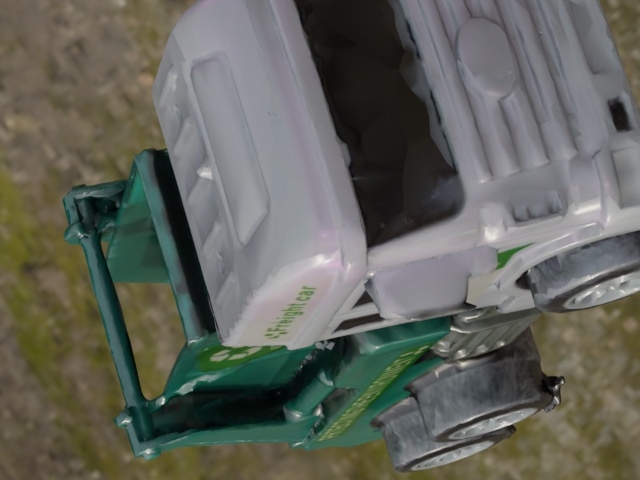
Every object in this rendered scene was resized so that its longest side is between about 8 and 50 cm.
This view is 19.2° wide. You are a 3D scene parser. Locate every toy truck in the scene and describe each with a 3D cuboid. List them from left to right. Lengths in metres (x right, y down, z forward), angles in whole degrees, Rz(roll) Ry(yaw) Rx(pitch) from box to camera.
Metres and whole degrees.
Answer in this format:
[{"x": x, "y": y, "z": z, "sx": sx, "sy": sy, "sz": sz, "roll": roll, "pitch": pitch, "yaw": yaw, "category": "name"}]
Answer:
[{"x": 0.000, "y": 0.000, "z": 0.483, "sx": 0.216, "sy": 0.116, "sz": 0.110, "roll": 124, "pitch": 130, "yaw": -69, "category": "toy truck"}]
